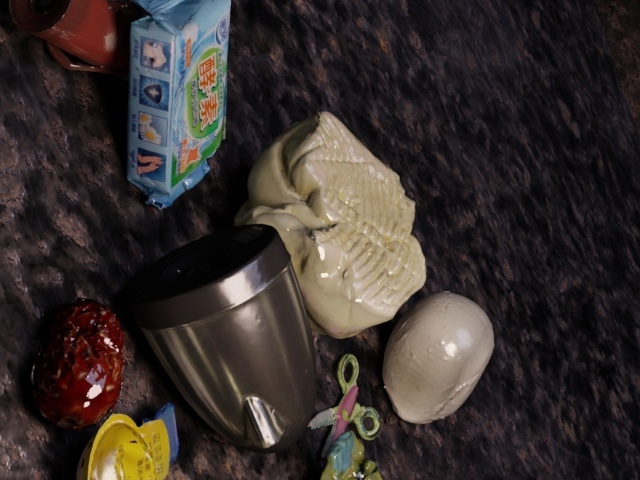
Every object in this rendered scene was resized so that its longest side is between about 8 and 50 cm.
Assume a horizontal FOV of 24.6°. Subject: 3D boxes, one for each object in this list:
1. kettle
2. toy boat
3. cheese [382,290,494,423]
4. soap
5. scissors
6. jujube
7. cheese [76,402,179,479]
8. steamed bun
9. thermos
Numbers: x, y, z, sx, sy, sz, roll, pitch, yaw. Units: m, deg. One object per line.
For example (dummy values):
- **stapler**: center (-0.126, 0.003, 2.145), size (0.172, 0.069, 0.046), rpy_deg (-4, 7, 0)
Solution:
- **kettle**: center (-0.108, 0.141, 1.836), size (0.207, 0.251, 0.271), rpy_deg (-32, 108, -29)
- **toy boat**: center (0.060, 0.393, 2.018), size (0.276, 0.084, 0.111), rpy_deg (62, 29, -17)
- **cheese**: center (0.182, 0.170, 2.259), size (0.154, 0.189, 0.198), rpy_deg (36, 30, 8)
- **soap**: center (-0.183, -0.190, 1.883), size (0.156, 0.077, 0.293), rpy_deg (-50, 152, -51)
- **scissors**: center (0.031, 0.252, 2.112), size (0.187, 0.020, 0.133), rpy_deg (-38, 108, -59)
- **jujube**: center (-0.263, 0.138, 1.643), size (0.104, 0.104, 0.166), rpy_deg (45, 38, -34)
- **cheese**: center (-0.215, 0.261, 1.669), size (0.250, 0.064, 0.156), rpy_deg (-36, 124, -67)
- **steamed bun**: center (0.000, 0.000, 2.046), size (0.275, 0.206, 0.320), rpy_deg (28, 48, -27)
- **thermos**: center (-0.279, -0.270, 1.850), size (0.232, 0.124, 0.098), rpy_deg (24, 48, -60)
